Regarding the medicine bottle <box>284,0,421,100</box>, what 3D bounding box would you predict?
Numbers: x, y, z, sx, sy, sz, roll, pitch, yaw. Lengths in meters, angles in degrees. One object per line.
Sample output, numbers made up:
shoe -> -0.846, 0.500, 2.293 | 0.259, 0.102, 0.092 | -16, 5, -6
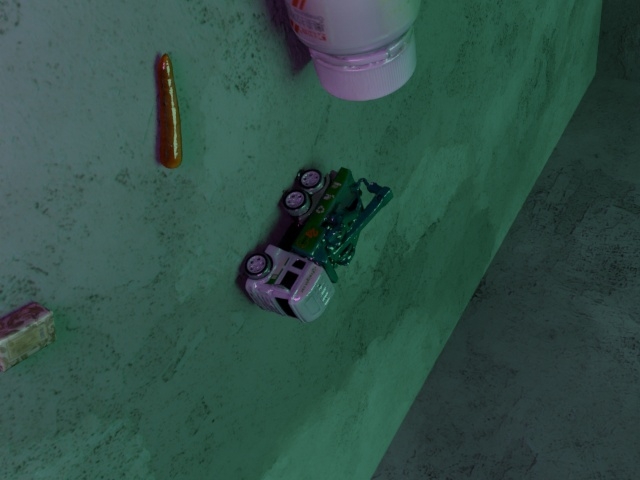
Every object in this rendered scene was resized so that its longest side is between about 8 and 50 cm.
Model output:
medicine bottle -> 0.061, -0.429, 1.318 | 0.241, 0.241, 0.302 | -55, 149, -25

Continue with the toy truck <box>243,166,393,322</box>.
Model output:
toy truck -> -0.007, -0.001, 1.564 | 0.363, 0.178, 0.176 | -56, 150, -18

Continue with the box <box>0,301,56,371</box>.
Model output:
box -> -0.430, 0.137, 1.043 | 0.098, 0.045, 0.062 | -32, 135, -47

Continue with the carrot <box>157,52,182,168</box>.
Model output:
carrot -> -0.243, -0.205, 1.161 | 0.037, 0.037, 0.190 | -31, 131, -49
